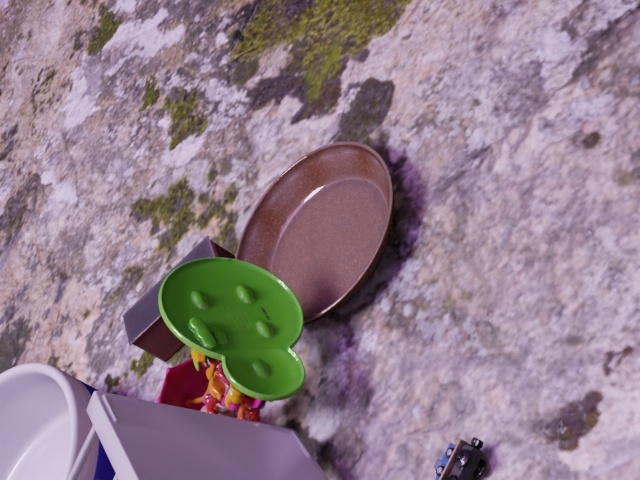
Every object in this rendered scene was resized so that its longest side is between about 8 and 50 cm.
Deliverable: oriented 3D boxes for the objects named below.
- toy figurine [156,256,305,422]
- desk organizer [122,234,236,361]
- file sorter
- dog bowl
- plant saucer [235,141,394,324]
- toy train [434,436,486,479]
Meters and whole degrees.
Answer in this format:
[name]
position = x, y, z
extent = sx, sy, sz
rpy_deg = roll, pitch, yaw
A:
[toy figurine]
position = -0.087, 0.130, 1.137
extent = 0.173, 0.130, 0.159
rpy_deg = 56, 140, 39
[desk organizer]
position = -0.138, 0.061, 1.295
extent = 0.130, 0.050, 0.047
rpy_deg = -42, 40, 16
[file sorter]
position = -0.078, 0.272, 0.947
extent = 0.173, 0.193, 0.278
rpy_deg = -64, 34, 15
[dog bowl]
position = -0.294, 0.263, 1.269
extent = 0.265, 0.104, 0.265
rpy_deg = -27, 45, 32
[plant saucer]
position = 0.000, 0.000, 1.206
extent = 0.198, 0.036, 0.199
rpy_deg = -27, 45, 31
[toy train]
position = 0.081, 0.220, 0.968
extent = 0.158, 0.027, 0.036
rpy_deg = -61, 27, -6
